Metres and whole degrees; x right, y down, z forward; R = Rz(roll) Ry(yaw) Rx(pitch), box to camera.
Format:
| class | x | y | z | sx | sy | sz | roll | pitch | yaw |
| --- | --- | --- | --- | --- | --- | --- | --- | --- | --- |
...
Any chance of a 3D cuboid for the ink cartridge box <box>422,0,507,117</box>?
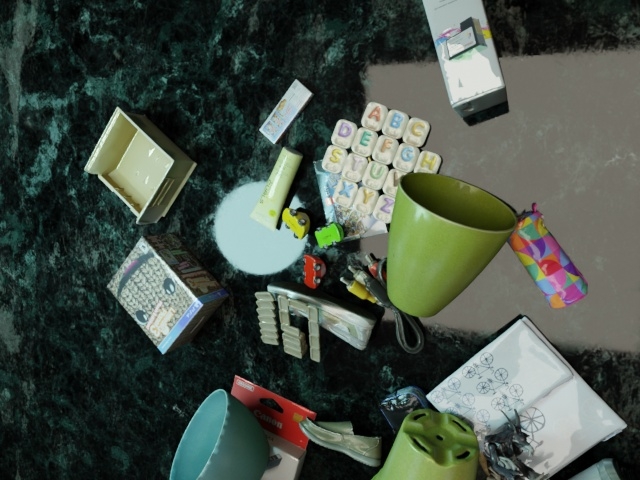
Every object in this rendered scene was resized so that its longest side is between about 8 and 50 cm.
| class | x | y | z | sx | sy | sz | roll | pitch | yaw |
| --- | --- | --- | --- | --- | --- | --- | --- | --- | --- |
| ink cartridge box | 0.325 | -0.436 | 1.086 | 0.117 | 0.201 | 0.277 | -15 | 90 | 23 |

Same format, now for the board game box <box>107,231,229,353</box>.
| class | x | y | z | sx | sy | sz | roll | pitch | yaw |
| --- | --- | --- | --- | --- | --- | --- | --- | --- | --- |
| board game box | -0.478 | 0.158 | 1.519 | 0.291 | 0.141 | 0.232 | 45 | 110 | 12 |

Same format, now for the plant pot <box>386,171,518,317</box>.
| class | x | y | z | sx | sy | sz | roll | pitch | yaw |
| --- | --- | --- | --- | --- | --- | --- | --- | --- | --- |
| plant pot | 0.270 | 0.030 | 1.152 | 0.275 | 0.275 | 0.293 | 27 | 120 | 18 |

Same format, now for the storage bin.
| class | x | y | z | sx | sy | sz | roll | pitch | yaw |
| --- | --- | --- | --- | --- | --- | --- | --- | --- | --- |
| storage bin | -0.569 | -0.226 | 1.522 | 0.262 | 0.123 | 0.260 | 42 | 109 | 12 |

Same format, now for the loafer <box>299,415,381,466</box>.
| class | x | y | z | sx | sy | sz | roll | pitch | yaw |
| --- | --- | --- | --- | --- | --- | --- | --- | --- | --- |
| loafer | 0.062 | 0.552 | 1.381 | 0.251 | 0.094 | 0.087 | 19 | 79 | 10 |

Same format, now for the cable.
| class | x | y | z | sx | sy | sz | roll | pitch | yaw |
| --- | --- | --- | --- | --- | --- | --- | --- | --- | --- |
| cable | 0.191 | 0.162 | 1.302 | 0.139 | 0.072 | 0.287 | -41 | 95 | -10 |

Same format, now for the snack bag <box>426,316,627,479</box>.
| class | x | y | z | sx | sy | sz | roll | pitch | yaw |
| --- | --- | --- | --- | --- | --- | --- | --- | --- | --- |
| snack bag | 0.491 | 0.414 | 1.183 | 0.323 | 0.037 | 0.342 | -43 | 80 | 12 |

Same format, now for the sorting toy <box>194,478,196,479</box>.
| class | x | y | z | sx | sy | sz | roll | pitch | yaw |
| --- | --- | --- | --- | --- | --- | --- | --- | --- | --- |
| sorting toy | -0.250 | 0.808 | 1.466 | 0.256 | 0.089 | 0.257 | 31 | 148 | 19 |

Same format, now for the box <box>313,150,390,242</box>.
| class | x | y | z | sx | sy | sz | roll | pitch | yaw |
| --- | --- | --- | --- | --- | --- | --- | --- | --- | --- |
| box | 0.085 | -0.119 | 1.307 | 0.159 | 0.044 | 0.232 | -12 | 91 | 23 |

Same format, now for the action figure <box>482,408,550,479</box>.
| class | x | y | z | sx | sy | sz | roll | pitch | yaw |
| --- | --- | --- | --- | --- | --- | --- | --- | --- | --- |
| action figure | 0.440 | 0.533 | 1.095 | 0.141 | 0.164 | 0.275 | 12 | 93 | 52 |

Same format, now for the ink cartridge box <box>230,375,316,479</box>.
| class | x | y | z | sx | sy | sz | roll | pitch | yaw |
| --- | --- | --- | --- | --- | --- | --- | --- | --- | --- |
| ink cartridge box | -0.183 | 0.595 | 1.490 | 0.297 | 0.066 | 0.260 | 19 | 104 | 19 |

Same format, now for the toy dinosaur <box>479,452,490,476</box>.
| class | x | y | z | sx | sy | sz | roll | pitch | yaw |
| --- | --- | --- | --- | --- | --- | --- | --- | --- | --- |
| toy dinosaur | 0.402 | 0.533 | 1.248 | 0.093 | 0.053 | 0.182 | -2 | 95 | 21 |

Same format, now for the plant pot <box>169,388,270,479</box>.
| class | x | y | z | sx | sy | sz | roll | pitch | yaw |
| --- | --- | --- | --- | --- | --- | --- | --- | --- | --- |
| plant pot | -0.259 | 0.594 | 1.362 | 0.196 | 0.290 | 0.290 | 32 | 111 | -20 |

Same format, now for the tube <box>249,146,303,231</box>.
| class | x | y | z | sx | sy | sz | roll | pitch | yaw |
| --- | --- | --- | --- | --- | --- | --- | --- | --- | --- |
| tube | -0.123 | -0.147 | 1.385 | 0.240 | 0.062 | 0.070 | -63 | 33 | 21 |

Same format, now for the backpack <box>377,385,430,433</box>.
| class | x | y | z | sx | sy | sz | roll | pitch | yaw |
| --- | --- | --- | --- | --- | --- | --- | --- | --- | --- |
| backpack | 0.232 | 0.442 | 1.290 | 0.114 | 0.084 | 0.105 | -33 | 84 | 27 |

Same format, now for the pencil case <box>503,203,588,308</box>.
| class | x | y | z | sx | sy | sz | roll | pitch | yaw |
| --- | --- | --- | --- | --- | --- | --- | --- | --- | --- |
| pencil case | 0.517 | 0.039 | 1.121 | 0.104 | 0.104 | 0.236 | -33 | 85 | 22 |

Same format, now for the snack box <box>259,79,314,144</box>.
| class | x | y | z | sx | sy | sz | roll | pitch | yaw |
| --- | --- | --- | --- | --- | --- | --- | --- | --- | --- |
| snack box | -0.097 | -0.360 | 1.366 | 0.064 | 0.022 | 0.178 | 45 | 110 | 11 |

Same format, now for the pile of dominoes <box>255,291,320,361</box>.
| class | x | y | z | sx | sy | sz | roll | pitch | yaw |
| --- | --- | --- | --- | --- | --- | --- | --- | --- | --- |
| pile of dominoes | -0.083 | 0.229 | 1.350 | 0.196 | 0.040 | 0.251 | 18 | 135 | 20 |

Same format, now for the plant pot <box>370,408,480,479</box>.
| class | x | y | z | sx | sy | sz | roll | pitch | yaw |
| --- | --- | --- | --- | --- | --- | --- | --- | --- | --- |
| plant pot | 0.263 | 0.562 | 1.165 | 0.276 | 0.276 | 0.253 | 17 | 113 | 20 |

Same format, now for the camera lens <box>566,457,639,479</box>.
| class | x | y | z | sx | sy | sz | roll | pitch | yaw |
| --- | --- | --- | --- | --- | --- | --- | --- | --- | --- |
| camera lens | 0.623 | 0.641 | 1.079 | 0.274 | 0.219 | 0.219 | -45 | 79 | 21 |

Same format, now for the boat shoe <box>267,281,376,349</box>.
| class | x | y | z | sx | sy | sz | roll | pitch | yaw |
| --- | --- | --- | --- | --- | --- | --- | --- | --- | --- |
| boat shoe | -0.008 | 0.199 | 1.347 | 0.321 | 0.118 | 0.103 | 19 | 99 | 12 |

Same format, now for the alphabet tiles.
| class | x | y | z | sx | sy | sz | roll | pitch | yaw |
| --- | --- | --- | --- | --- | --- | --- | --- | --- | --- |
| alphabet tiles | 0.154 | -0.198 | 1.242 | 0.284 | 0.021 | 0.277 | 22 | 95 | 6 |

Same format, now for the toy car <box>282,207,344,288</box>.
| class | x | y | z | sx | sy | sz | roll | pitch | yaw |
| --- | --- | --- | --- | --- | --- | --- | --- | --- | --- |
| toy car | 0.000 | 0.000 | 1.311 | 0.225 | 0.053 | 0.238 | -23 | 87 | 54 |
